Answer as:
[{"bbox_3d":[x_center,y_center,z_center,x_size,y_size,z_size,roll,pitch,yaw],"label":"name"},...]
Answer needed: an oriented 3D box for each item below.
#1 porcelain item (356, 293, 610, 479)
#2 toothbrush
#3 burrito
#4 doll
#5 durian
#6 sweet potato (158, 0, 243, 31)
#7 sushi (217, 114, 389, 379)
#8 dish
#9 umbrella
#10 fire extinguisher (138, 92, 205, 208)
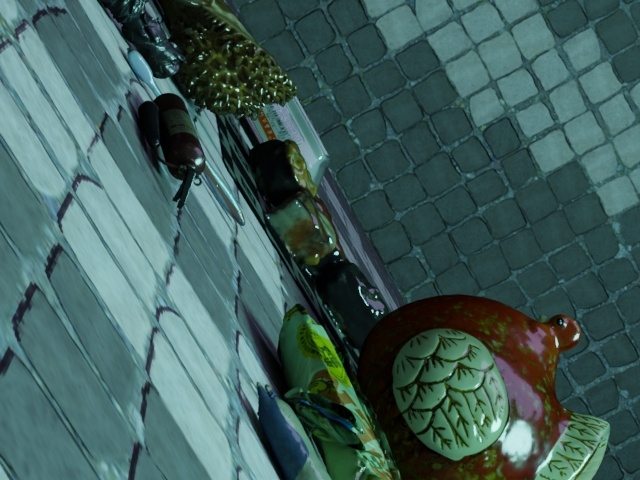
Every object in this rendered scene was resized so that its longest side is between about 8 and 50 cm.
[{"bbox_3d":[0.161,0.156,1.521,0.253,0.253,0.253,60,4,-7],"label":"porcelain item"},{"bbox_3d":[-0.112,-0.085,1.330,0.193,0.013,0.019,58,-4,-29],"label":"toothbrush"},{"bbox_3d":[0.011,0.129,1.077,0.104,0.054,0.288,57,5,-36],"label":"burrito"},{"bbox_3d":[-0.008,0.141,0.954,0.125,0.027,0.037,62,12,16],"label":"doll"},{"bbox_3d":[-0.105,-0.177,1.540,0.148,0.091,0.188,48,-2,41],"label":"durian"},{"bbox_3d":[-0.156,-0.278,1.775,0.273,0.075,0.075,57,3,14],"label":"sweet potato"},{"bbox_3d":[0.000,0.000,1.773,0.359,0.064,0.343,60,4,-19],"label":"sushi"},{"bbox_3d":[-0.055,-0.152,2.045,0.212,0.077,0.151,61,4,4],"label":"dish"},{"bbox_3d":[-0.160,-0.194,1.330,0.144,0.040,0.037,56,15,-41],"label":"umbrella"},{"bbox_3d":[-0.111,-0.078,1.167,0.049,0.035,0.173,63,0,-24],"label":"fire extinguisher"}]
